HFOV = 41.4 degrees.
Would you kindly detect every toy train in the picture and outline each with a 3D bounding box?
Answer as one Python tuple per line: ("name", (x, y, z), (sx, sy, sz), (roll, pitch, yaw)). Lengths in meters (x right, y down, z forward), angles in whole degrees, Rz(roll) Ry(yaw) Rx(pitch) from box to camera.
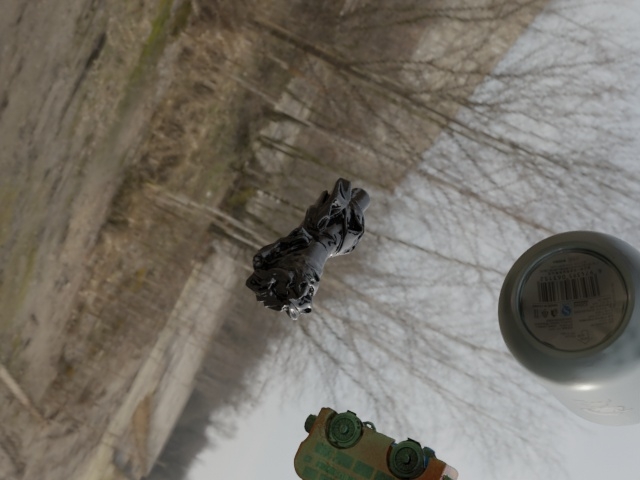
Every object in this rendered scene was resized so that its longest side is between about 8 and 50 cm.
("toy train", (0.058, 0.256, 0.946), (0.099, 0.188, 0.072), (-66, 151, -10))

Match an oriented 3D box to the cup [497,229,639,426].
("cup", (0.352, 0.117, 1.091), (0.312, 0.205, 0.206), (34, 80, -56))

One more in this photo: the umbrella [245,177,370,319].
("umbrella", (-0.001, 0.000, 1.294), (0.110, 0.122, 0.272), (-11, -153, 44))
